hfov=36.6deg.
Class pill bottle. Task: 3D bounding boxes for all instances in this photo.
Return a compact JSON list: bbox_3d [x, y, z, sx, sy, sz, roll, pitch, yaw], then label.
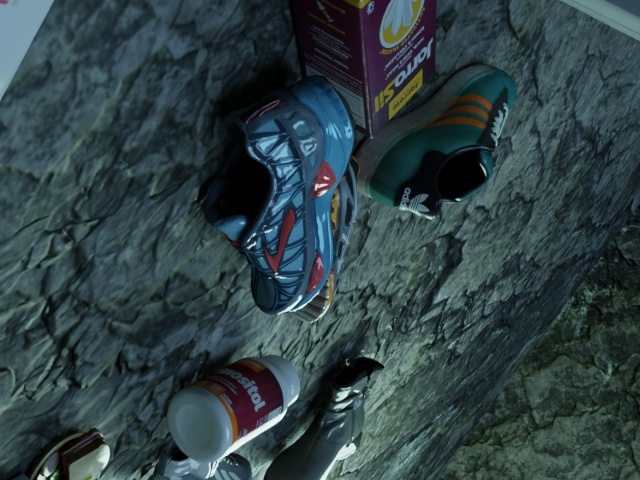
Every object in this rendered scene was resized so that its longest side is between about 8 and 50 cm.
[{"bbox_3d":[-0.091,0.180,1.078,0.152,0.086,0.086,-22,140,-55],"label":"pill bottle"}]

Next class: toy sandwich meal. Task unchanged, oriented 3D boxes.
[{"bbox_3d":[-0.235,0.214,0.906,0.085,0.029,0.085,-44,155,-27],"label":"toy sandwich meal"}]

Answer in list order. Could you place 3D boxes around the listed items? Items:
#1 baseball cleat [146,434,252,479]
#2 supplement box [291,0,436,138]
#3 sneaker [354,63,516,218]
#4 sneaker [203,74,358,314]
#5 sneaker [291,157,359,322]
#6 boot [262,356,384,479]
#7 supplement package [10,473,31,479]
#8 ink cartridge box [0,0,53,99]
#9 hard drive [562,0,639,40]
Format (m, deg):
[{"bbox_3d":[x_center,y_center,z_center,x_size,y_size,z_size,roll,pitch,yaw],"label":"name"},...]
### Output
[{"bbox_3d":[-0.126,0.261,1.139,0.109,0.072,0.206,-67,160,9],"label":"baseball cleat"},{"bbox_3d":[0.041,-0.191,0.838,0.104,0.081,0.188,-48,157,-19],"label":"supplement box"},{"bbox_3d":[0.166,-0.111,1.150,0.302,0.121,0.108,-37,152,-38],"label":"sneaker"},{"bbox_3d":[-0.056,-0.030,0.883,0.125,0.104,0.262,-19,136,-30],"label":"sneaker"},{"bbox_3d":[0.000,0.000,1.023,0.083,0.084,0.215,-40,153,-44],"label":"sneaker"},{"bbox_3d":[0.005,0.268,1.426,0.246,0.083,0.161,-31,141,-56],"label":"boot"},{"bbox_3d":[-0.309,0.374,0.826,0.204,0.145,0.262,-23,142,-53],"label":"supplement package"},{"bbox_3d":[-0.254,-0.034,0.331,0.306,0.131,0.226,-52,160,24],"label":"ink cartridge box"},{"bbox_3d":[0.316,-0.293,0.953,0.203,0.307,0.040,-46,156,-22],"label":"hard drive"}]
